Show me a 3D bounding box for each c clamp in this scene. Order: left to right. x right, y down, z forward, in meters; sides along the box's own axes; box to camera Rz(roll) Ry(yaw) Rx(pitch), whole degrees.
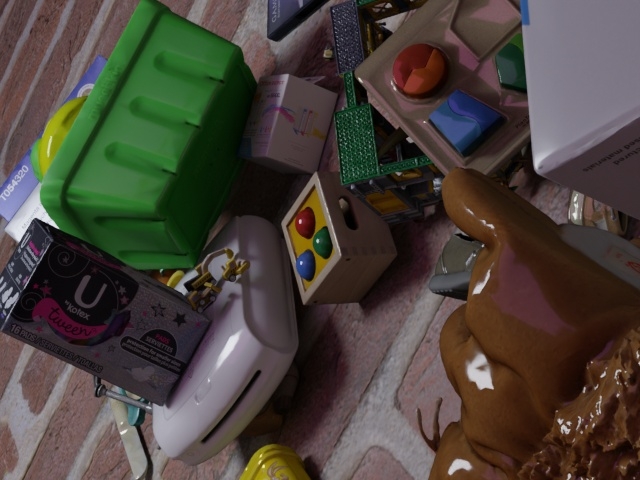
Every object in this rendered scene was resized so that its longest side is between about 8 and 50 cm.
[{"bbox_3d":[-0.289,0.224,2.226,0.161,0.022,0.137,21,99,28],"label":"c clamp"}]

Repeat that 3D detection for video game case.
[{"bbox_3d":[0.004,-0.451,2.264,0.274,0.026,0.196,-33,47,46],"label":"video game case"}]

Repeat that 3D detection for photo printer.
[{"bbox_3d":[-0.135,0.144,2.036,0.256,0.107,0.307,-51,26,26],"label":"photo printer"}]

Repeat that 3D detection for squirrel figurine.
[{"bbox_3d":[0.218,0.195,1.357,0.370,0.281,0.397,-65,29,22],"label":"squirrel figurine"}]

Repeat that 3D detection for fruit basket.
[{"bbox_3d":[-0.302,-0.146,2.173,0.392,0.283,0.392,-7,58,12],"label":"fruit basket"}]

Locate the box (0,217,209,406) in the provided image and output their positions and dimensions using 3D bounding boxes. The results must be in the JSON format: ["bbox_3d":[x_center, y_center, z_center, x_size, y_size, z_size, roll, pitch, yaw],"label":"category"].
[{"bbox_3d":[-0.299,0.094,1.975,0.142,0.247,0.163,-61,23,1],"label":"box"}]

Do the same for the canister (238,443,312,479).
[{"bbox_3d":[-0.043,0.356,1.855,0.126,0.073,0.170,-62,34,15],"label":"canister"}]

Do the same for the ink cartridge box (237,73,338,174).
[{"bbox_3d":[-0.046,-0.176,2.128,0.092,0.090,0.143,5,79,58],"label":"ink cartridge box"}]

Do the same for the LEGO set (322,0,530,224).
[{"bbox_3d":[0.139,-0.168,1.802,0.255,0.192,0.331,-22,66,16],"label":"LEGO set"}]

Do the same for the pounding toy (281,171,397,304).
[{"bbox_3d":[-0.005,-0.005,1.930,0.206,0.094,0.181,-54,45,50],"label":"pounding toy"}]

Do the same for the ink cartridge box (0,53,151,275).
[{"bbox_3d":[-0.357,-0.097,2.374,0.330,0.071,0.324,38,94,22],"label":"ink cartridge box"}]

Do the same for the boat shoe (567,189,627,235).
[{"bbox_3d":[0.313,-0.093,1.561,0.072,0.068,0.190,0,82,44],"label":"boat shoe"}]

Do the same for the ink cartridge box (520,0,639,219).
[{"bbox_3d":[0.356,-0.142,1.194,0.166,0.395,0.285,-32,49,43],"label":"ink cartridge box"}]

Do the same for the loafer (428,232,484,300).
[{"bbox_3d":[0.207,0.016,1.626,0.251,0.094,0.087,-8,71,56],"label":"loafer"}]

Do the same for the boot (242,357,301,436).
[{"bbox_3d":[-0.066,0.208,2.008,0.118,0.042,0.087,-37,39,41],"label":"boot"}]

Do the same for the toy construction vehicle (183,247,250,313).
[{"bbox_3d":[-0.146,0.049,1.964,0.098,0.035,0.086,-41,18,-11],"label":"toy construction vehicle"}]

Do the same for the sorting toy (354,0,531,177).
[{"bbox_3d":[0.208,-0.227,1.655,0.307,0.041,0.229,-43,62,6],"label":"sorting toy"}]

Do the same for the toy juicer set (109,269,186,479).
[{"bbox_3d":[-0.289,0.187,2.312,0.209,0.089,0.329,26,97,58],"label":"toy juicer set"}]
